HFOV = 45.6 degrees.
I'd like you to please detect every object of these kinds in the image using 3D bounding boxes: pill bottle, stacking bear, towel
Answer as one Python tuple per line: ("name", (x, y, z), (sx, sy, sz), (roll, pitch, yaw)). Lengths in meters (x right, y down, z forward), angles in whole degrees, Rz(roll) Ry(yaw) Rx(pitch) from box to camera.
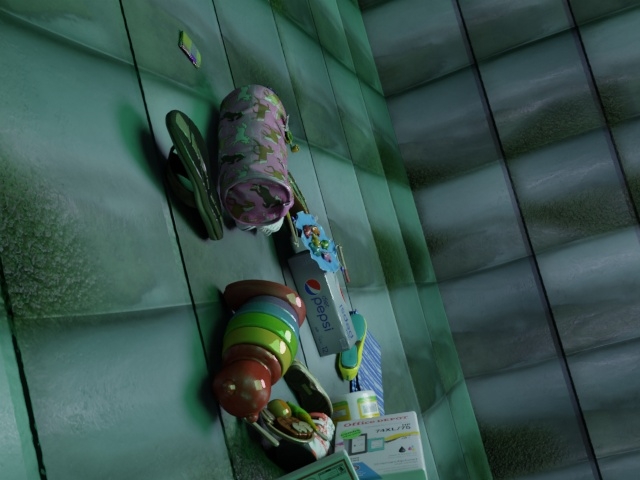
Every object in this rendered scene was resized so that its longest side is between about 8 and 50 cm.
("pill bottle", (0.097, 0.515, 1.936), (0.136, 0.136, 0.245), (27, 48, -65))
("stacking bear", (-0.133, 0.228, 1.519), (0.175, 0.164, 0.289), (62, 26, -29))
("towel", (0.152, 0.407, 2.348), (0.243, 0.040, 0.336), (56, 24, -43))
("towel", (-0.313, -0.458, 1.826), (0.083, 0.009, 0.060), (51, 28, -50))

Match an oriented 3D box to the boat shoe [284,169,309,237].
("boat shoe", (-0.075, -0.111, 2.099), (0.073, 0.073, 0.207), (-54, 125, -65))

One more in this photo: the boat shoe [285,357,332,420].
("boat shoe", (-0.024, 0.358, 1.850), (0.072, 0.068, 0.190), (-97, 162, -63))

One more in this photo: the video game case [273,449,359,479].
("video game case", (0.010, 0.578, 1.534), (0.025, 0.204, 0.285), (-118, -175, -73))

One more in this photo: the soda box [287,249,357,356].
("soda box", (0.008, 0.162, 2.067), (0.098, 0.091, 0.286), (-33, 105, -72))

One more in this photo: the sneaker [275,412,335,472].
("sneaker", (-0.032, 0.446, 1.705), (0.270, 0.090, 0.145), (56, 23, -49))

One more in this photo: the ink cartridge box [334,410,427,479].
("ink cartridge box", (0.141, 0.540, 1.701), (0.270, 0.198, 0.197), (-79, 159, -77))

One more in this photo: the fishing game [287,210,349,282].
("fishing game", (0.000, 0.000, 2.003), (0.264, 0.041, 0.189), (38, 28, -44))

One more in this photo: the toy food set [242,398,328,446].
("toy food set", (-0.067, 0.373, 1.576), (0.192, 0.132, 0.038), (14, 105, -54))

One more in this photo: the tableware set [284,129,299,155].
("tableware set", (-0.103, -0.297, 2.267), (0.154, 0.024, 0.104), (21, 54, -68))

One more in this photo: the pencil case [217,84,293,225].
("pencil case", (-0.151, -0.202, 1.767), (0.386, 0.167, 0.160), (-96, 164, -46))

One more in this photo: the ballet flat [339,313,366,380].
("ballet flat", (0.091, 0.315, 2.222), (0.231, 0.077, 0.077), (-77, 166, -52))

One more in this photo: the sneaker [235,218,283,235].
("sneaker", (-0.133, -0.058, 1.853), (0.091, 0.094, 0.258), (65, 19, -10))

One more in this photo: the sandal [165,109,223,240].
("sandal", (-0.268, -0.119, 1.553), (0.120, 0.086, 0.303), (-91, 171, -54))
